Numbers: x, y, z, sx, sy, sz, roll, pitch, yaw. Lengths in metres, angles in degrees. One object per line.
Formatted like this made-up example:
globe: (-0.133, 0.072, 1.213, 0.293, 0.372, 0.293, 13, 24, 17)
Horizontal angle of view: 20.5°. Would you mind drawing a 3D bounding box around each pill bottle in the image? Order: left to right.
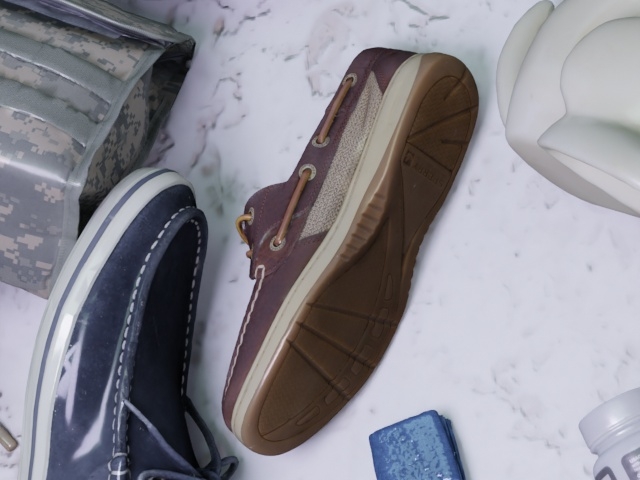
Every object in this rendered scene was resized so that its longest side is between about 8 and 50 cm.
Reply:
pill bottle: (0.242, 0.177, 1.260, 0.078, 0.078, 0.137, -29, 67, 11)

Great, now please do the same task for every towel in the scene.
towel: (0.080, 0.194, 1.342, 0.067, 0.029, 0.119, -20, 70, 14)

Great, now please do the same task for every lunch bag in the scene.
lunch bag: (-0.249, -0.123, 1.418, 0.235, 0.169, 0.287, 20, 45, 3)

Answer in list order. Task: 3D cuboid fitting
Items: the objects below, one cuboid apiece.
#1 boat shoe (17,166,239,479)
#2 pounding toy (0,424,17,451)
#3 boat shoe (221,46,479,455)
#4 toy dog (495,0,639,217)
boat shoe: (-0.143, 0.194, 1.347, 0.156, 0.187, 0.500, 9, 83, 17)
pounding toy: (-0.337, 0.111, 1.494, 0.141, 0.100, 0.130, -11, 57, 14)
boat shoe: (0.000, 0.000, 1.388, 0.123, 0.123, 0.342, 19, 82, 38)
toy dog: (0.343, -0.169, 1.248, 0.408, 0.284, 0.395, -54, 28, 1)
